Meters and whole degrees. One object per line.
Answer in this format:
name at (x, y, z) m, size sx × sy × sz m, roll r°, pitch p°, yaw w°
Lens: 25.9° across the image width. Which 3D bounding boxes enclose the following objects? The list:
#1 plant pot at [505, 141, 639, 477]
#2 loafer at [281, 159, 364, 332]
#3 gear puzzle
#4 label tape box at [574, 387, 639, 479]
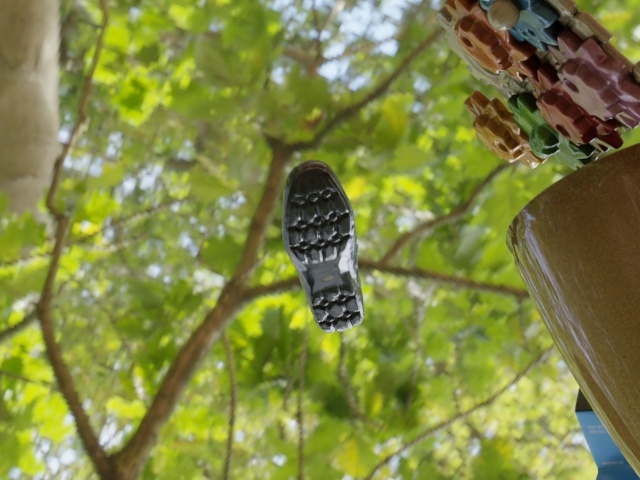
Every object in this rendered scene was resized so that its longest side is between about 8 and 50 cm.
plant pot at (0.283, 0.080, 1.023) m, size 0.237 × 0.237 × 0.254 m, roll 1°, pitch -117°, yaw -29°
loafer at (0.000, 0.000, 1.428) m, size 0.076 × 0.223 × 0.078 m, roll -13°, pitch -137°, yaw 0°
gear puzzle at (0.147, -0.115, 1.058) m, size 0.175 × 0.339 × 0.044 m, roll 43°, pitch -97°, yaw 5°
label tape box at (0.526, 0.225, 2.102) m, size 0.115 × 0.249 × 0.347 m, roll 48°, pitch -132°, yaw -36°
